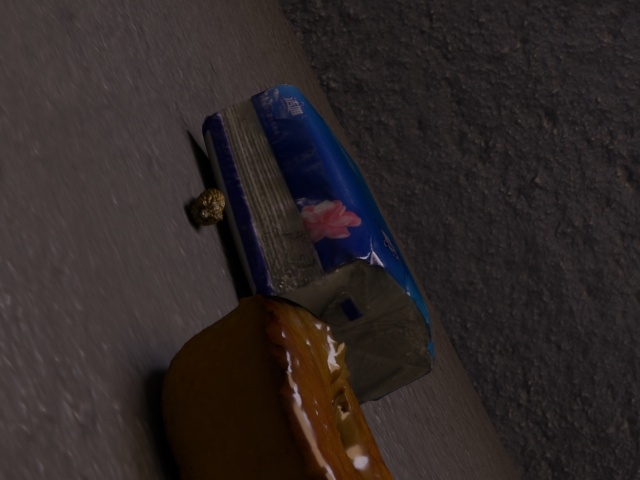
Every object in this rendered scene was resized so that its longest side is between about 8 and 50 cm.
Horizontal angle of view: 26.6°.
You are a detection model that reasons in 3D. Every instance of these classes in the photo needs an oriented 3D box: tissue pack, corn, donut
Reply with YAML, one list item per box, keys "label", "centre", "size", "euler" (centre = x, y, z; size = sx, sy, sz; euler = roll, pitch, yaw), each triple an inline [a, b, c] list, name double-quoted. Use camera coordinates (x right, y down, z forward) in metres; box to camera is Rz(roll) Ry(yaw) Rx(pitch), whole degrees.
- label: "tissue pack"
  centre: [0.000, 0.000, 1.305]
  size: [0.209, 0.137, 0.270]
  euler: [53, 12, -43]
- label: "corn"
  centre: [-0.096, -0.030, 1.171]
  size: [0.083, 0.028, 0.027]
  euler: [-81, 164, -79]
- label: "donut"
  centre: [-0.001, 0.146, 0.837]
  size: [0.253, 0.118, 0.253]
  euler: [58, 10, -16]
